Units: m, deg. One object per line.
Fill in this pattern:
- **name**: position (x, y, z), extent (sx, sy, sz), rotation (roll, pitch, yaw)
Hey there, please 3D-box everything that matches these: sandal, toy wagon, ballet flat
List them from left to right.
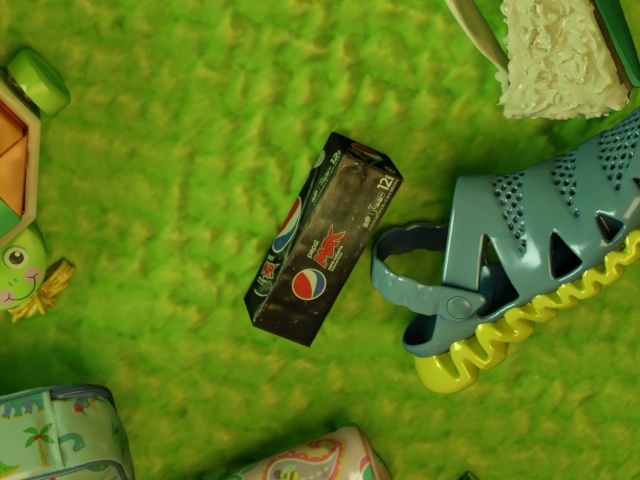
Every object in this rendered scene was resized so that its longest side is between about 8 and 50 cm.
- **toy wagon**: position (-0.318, -0.055, 1.258), extent (0.267, 0.068, 0.344), rotation (-39, 116, 7)
- **ballet flat**: position (0.131, -0.255, 1.229), extent (0.147, 0.147, 0.409), rotation (-23, 119, -1)
- **sandal**: position (0.157, -0.005, 1.328), extent (0.138, 0.126, 0.317), rotation (41, 116, -14)

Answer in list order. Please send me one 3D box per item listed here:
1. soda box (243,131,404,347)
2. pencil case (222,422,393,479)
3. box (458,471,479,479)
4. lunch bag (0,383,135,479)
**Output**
- **soda box**: position (0.000, 0.000, 1.358), extent (0.060, 0.053, 0.169), rotation (23, 107, -20)
- **pencil case**: position (-0.068, 0.263, 1.428), extent (0.284, 0.124, 0.124), rotation (-23, 117, -2)
- **box**: position (0.164, 0.308, 1.540), extent (0.105, 0.043, 0.179), rotation (-44, 117, 10)
- **lunch bag**: position (-0.263, 0.191, 1.335), extent (0.219, 0.090, 0.176), rotation (-14, 156, -4)
